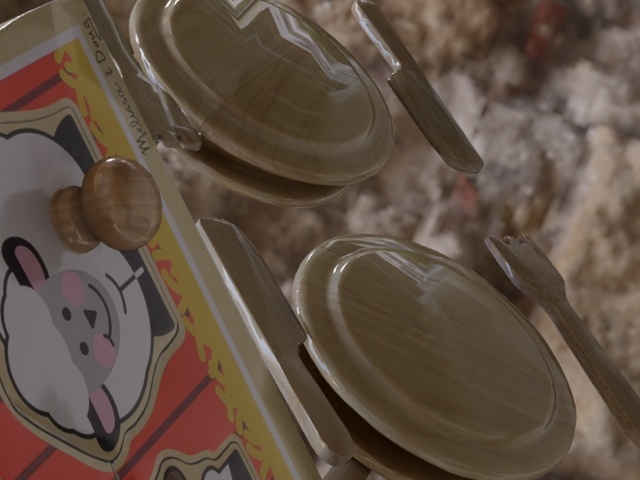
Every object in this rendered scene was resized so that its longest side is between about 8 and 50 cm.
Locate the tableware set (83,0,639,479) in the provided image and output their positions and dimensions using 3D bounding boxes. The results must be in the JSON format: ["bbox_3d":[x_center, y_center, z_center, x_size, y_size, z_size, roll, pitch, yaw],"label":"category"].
[{"bbox_3d":[0.000,0.000,0.549,0.128,0.194,0.039,3,-45,-40],"label":"tableware set"}]

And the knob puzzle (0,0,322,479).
[{"bbox_3d":[-0.046,0.057,0.348,0.213,0.030,0.213,37,-135,-47],"label":"knob puzzle"}]
